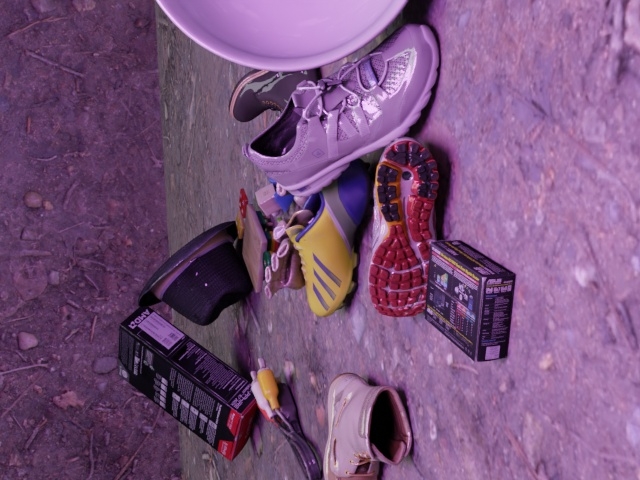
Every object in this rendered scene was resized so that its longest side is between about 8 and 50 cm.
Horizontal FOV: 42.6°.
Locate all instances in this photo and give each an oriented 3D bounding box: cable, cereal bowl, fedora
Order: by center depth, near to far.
[{"bbox_3d":[-0.040,-0.365,0.947,0.141,0.338,0.339,-63,-27,-79],"label":"cereal bowl"},{"bbox_3d":[-0.074,0.365,1.573,0.287,0.072,0.140,-116,23,-48],"label":"cable"},{"bbox_3d":[-0.261,0.100,1.885,0.152,0.334,0.334,50,155,6],"label":"fedora"}]

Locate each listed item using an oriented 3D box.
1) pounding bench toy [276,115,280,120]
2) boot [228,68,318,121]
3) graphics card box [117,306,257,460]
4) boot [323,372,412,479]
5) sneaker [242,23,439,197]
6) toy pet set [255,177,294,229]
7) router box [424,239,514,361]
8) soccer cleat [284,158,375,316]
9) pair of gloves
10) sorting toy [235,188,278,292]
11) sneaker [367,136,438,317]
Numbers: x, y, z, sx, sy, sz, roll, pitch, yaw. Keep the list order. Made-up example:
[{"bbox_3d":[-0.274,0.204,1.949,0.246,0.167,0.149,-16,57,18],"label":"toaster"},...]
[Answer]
[{"bbox_3d":[-0.063,-0.179,1.404,0.052,0.083,0.065,-117,28,-51],"label":"pounding bench toy"},{"bbox_3d":[-0.073,-0.222,1.360,0.198,0.076,0.137,-39,58,39],"label":"boot"},{"bbox_3d":[-0.318,0.339,1.958,0.370,0.094,0.233,32,140,14],"label":"graphics card box"},{"bbox_3d":[0.066,0.296,1.125,0.165,0.077,0.213,171,98,-70],"label":"boot"},{"bbox_3d":[0.022,-0.154,0.976,0.281,0.115,0.105,-42,48,29],"label":"sneaker"},{"bbox_3d":[-0.068,-0.066,1.524,0.114,0.065,0.122,55,-169,-42],"label":"toy pet set"},{"bbox_3d":[0.153,0.060,0.862,0.122,0.038,0.092,-137,46,-64],"label":"router box"},{"bbox_3d":[0.000,-0.001,1.187,0.093,0.121,0.289,-112,25,-43],"label":"soccer cleat"},{"bbox_3d":[-0.037,-0.046,1.253,0.204,0.042,0.240,-42,-44,-66],"label":"pair of gloves"},{"bbox_3d":[-0.123,0.009,1.689,0.275,0.046,0.132,-116,28,-49],"label":"sorting toy"},{"bbox_3d":[0.102,-0.014,0.966,0.093,0.087,0.226,-84,-3,-69],"label":"sneaker"}]
